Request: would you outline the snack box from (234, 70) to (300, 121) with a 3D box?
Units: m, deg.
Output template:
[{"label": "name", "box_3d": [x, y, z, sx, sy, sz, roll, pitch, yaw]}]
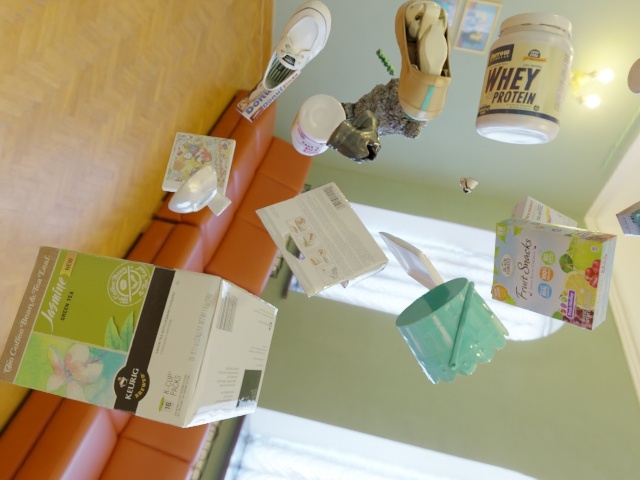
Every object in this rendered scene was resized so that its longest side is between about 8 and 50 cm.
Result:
[{"label": "snack box", "box_3d": [-0.134, -0.380, 1.201, 0.178, 0.064, 0.022, -47, 151, -3]}]

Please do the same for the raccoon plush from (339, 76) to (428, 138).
[{"label": "raccoon plush", "box_3d": [0.211, -0.447, 1.828, 0.216, 0.446, 0.299, 61, 14, -23]}]

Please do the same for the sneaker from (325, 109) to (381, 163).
[{"label": "sneaker", "box_3d": [0.120, -0.289, 1.376, 0.109, 0.130, 0.286, -52, 176, 37]}]

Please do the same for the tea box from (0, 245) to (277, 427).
[{"label": "tea box", "box_3d": [-0.287, 0.173, 0.842, 0.329, 0.323, 0.220, 62, 38, -72]}]

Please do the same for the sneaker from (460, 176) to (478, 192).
[{"label": "sneaker", "box_3d": [0.443, -0.167, 1.452, 0.044, 0.040, 0.109, -58, 179, 5]}]

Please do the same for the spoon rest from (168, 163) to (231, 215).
[{"label": "spoon rest", "box_3d": [-0.285, -0.114, 1.126, 0.137, 0.084, 0.276, -47, 177, -2]}]

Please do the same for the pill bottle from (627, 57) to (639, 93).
[{"label": "pill bottle", "box_3d": [0.635, -0.293, 0.853, 0.078, 0.137, 0.078, 180, -90, -81]}]

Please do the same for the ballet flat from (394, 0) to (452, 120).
[{"label": "ballet flat", "box_3d": [0.140, -0.257, 0.613, 0.073, 0.080, 0.232, 106, -11, -59]}]

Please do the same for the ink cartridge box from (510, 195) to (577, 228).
[{"label": "ink cartridge box", "box_3d": [0.667, -0.034, 1.440, 0.127, 0.175, 0.072, -62, 180, -28]}]

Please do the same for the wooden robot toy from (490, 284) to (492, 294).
[{"label": "wooden robot toy", "box_3d": [0.558, 0.108, 1.336, 0.079, 0.173, 0.076, 51, 26, -52]}]

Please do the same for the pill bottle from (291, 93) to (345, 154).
[{"label": "pill bottle", "box_3d": [-0.018, -0.396, 1.687, 0.283, 0.160, 0.160, 170, -67, -79]}]

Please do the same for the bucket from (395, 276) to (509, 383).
[{"label": "bucket", "box_3d": [0.358, 0.241, 1.329, 0.281, 0.183, 0.281, -35, -179, 1]}]

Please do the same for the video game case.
[{"label": "video game case", "box_3d": [-0.412, -0.260, 1.628, 0.026, 0.206, 0.227, 103, -6, -66]}]

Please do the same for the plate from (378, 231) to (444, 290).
[{"label": "plate", "box_3d": [0.363, 0.087, 1.808, 0.045, 0.278, 0.277, -43, -149, -5]}]

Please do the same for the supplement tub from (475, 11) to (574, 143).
[{"label": "supplement tub", "box_3d": [0.605, -0.469, 1.411, 0.235, 0.235, 0.325, -21, 120, -85]}]

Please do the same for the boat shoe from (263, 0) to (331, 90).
[{"label": "boat shoe", "box_3d": [-0.051, -0.375, 0.956, 0.226, 0.083, 0.076, -37, -154, 60]}]

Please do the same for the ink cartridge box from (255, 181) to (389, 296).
[{"label": "ink cartridge box", "box_3d": [0.000, 0.000, 1.308, 0.296, 0.261, 0.066, 57, -26, 23]}]

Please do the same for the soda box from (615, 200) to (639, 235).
[{"label": "soda box", "box_3d": [0.781, -0.077, 1.091, 0.058, 0.183, 0.063, 62, -5, -6]}]

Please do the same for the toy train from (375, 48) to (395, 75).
[{"label": "toy train", "box_3d": [0.172, -0.469, 1.250, 0.083, 0.017, 0.023, 45, 47, -33]}]

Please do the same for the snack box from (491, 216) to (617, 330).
[{"label": "snack box", "box_3d": [0.450, 0.058, 0.939, 0.070, 0.207, 0.174, -16, 111, -36]}]
